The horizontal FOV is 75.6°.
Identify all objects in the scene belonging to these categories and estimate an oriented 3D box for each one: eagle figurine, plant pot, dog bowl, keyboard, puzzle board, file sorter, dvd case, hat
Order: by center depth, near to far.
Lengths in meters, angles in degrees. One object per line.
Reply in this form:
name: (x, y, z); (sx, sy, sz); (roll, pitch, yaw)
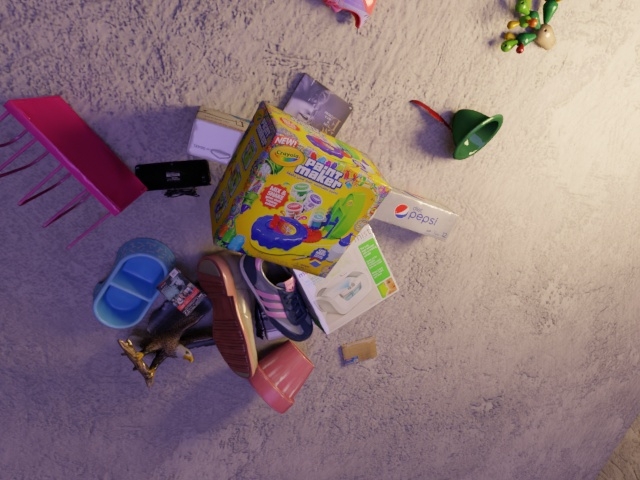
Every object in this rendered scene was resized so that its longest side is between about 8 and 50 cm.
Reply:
file sorter: (-0.602, -0.154, 0.959); (0.182, 0.202, 0.290); (-35, 111, 9)
keyboard: (-0.396, -0.163, 1.121); (0.192, 0.038, 0.100); (-6, 93, -9)
dvd case: (-0.033, -0.316, 1.136); (0.165, 0.018, 0.221); (28, 106, -24)
dvd case: (-0.393, 0.144, 1.165); (0.119, 0.013, 0.087); (43, 100, -6)
dog bowl: (-0.544, 0.133, 1.196); (0.166, 0.074, 0.297); (32, 103, -24)
hat: (0.406, -0.364, 1.217); (0.173, 0.183, 0.208); (-40, 159, 14)
eagle figurine: (-0.429, 0.296, 1.259); (0.225, 0.298, 0.226); (44, 145, 9)
plant pot: (-0.127, 0.441, 1.388); (0.180, 0.201, 0.201); (-44, 118, -9)
puzzle board: (0.144, 0.409, 1.528); (0.128, 0.011, 0.096); (-14, 119, -6)

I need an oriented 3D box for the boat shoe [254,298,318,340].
boat shoe: (-0.052, 0.195, 1.322); (0.341, 0.127, 0.158); (-15, 101, -18)

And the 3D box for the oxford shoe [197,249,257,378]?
oxford shoe: (-0.237, 0.216, 1.229); (0.141, 0.146, 0.396); (0, 106, 33)

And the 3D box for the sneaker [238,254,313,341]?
sneaker: (-0.104, 0.159, 1.176); (0.131, 0.112, 0.319); (-22, 109, 46)

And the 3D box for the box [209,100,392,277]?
box: (-0.056, -0.102, 0.928); (0.290, 0.177, 0.279); (19, 119, -30)

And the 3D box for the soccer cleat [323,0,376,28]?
soccer cleat: (0.020, -0.604, 0.979); (0.248, 0.083, 0.095); (18, 114, -23)

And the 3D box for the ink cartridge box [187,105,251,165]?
ink cartridge box: (-0.237, -0.255, 1.011); (0.148, 0.203, 0.085); (13, 111, -19)

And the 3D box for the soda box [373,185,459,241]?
soda box: (0.277, -0.091, 1.276); (0.286, 0.091, 0.098); (16, 111, -20)

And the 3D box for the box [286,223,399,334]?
box: (0.060, 0.104, 1.232); (0.262, 0.127, 0.231); (-28, 102, -14)

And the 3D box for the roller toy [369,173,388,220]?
roller toy: (0.079, -0.139, 1.147); (0.209, 0.191, 0.146); (29, 112, 18)

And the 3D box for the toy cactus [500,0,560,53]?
toy cactus: (0.595, -0.591, 1.119); (0.181, 0.112, 0.219); (27, 98, -33)
